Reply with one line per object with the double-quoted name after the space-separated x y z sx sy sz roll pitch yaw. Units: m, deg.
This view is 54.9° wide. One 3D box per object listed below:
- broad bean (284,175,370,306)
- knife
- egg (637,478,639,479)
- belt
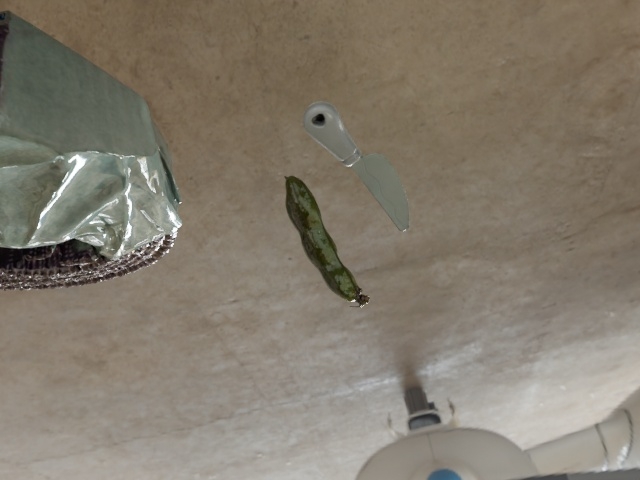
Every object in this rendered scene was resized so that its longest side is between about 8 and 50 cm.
-0.002 0.002 1.006 0.046 0.255 0.065 -15 161 -44 "broad bean"
0.091 -0.145 1.210 0.080 0.044 0.331 -38 115 17 "knife"
0.650 0.538 1.174 0.169 0.169 0.231 -17 164 8 "egg"
-0.251 -0.044 0.464 0.260 0.122 0.324 -20 156 23 "belt"
